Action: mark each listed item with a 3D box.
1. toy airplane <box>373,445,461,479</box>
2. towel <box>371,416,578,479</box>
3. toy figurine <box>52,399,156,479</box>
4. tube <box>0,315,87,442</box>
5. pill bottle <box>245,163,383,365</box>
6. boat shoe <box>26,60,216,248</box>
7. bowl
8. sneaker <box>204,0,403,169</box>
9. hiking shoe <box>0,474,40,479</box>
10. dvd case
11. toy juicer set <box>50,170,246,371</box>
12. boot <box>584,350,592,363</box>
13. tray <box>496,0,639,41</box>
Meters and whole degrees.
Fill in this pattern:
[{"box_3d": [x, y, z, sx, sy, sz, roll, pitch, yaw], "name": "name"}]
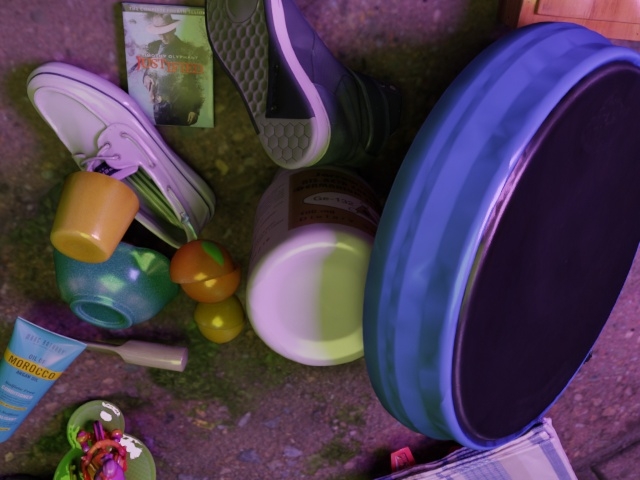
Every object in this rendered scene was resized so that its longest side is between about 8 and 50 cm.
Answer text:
[{"box_3d": [0.144, 0.326, 0.928, 0.151, 0.028, 0.151, -2, 124, -4], "name": "toy airplane"}, {"box_3d": [0.205, 0.343, 0.908, 0.285, 0.034, 0.209, -26, 131, 13], "name": "towel"}, {"box_3d": [-0.248, 0.290, 0.787, 0.130, 0.159, 0.173, -9, 92, -26], "name": "toy figurine"}, {"box_3d": [-0.357, 0.168, 0.790, 0.080, 0.052, 0.207, 26, 122, -24], "name": "tube"}, {"box_3d": [0.000, 0.000, 0.632, 0.131, 0.229, 0.131, -1, 118, -2], "name": "pill bottle"}, {"box_3d": [-0.197, -0.081, 0.656, 0.226, 0.075, 0.083, 39, 126, -21], "name": "boat shoe"}, {"box_3d": [0.194, 0.009, 0.596, 0.391, 0.077, 0.391, -25, 127, -39], "name": "bowl"}, {"box_3d": [-0.011, -0.169, 0.628, 0.086, 0.163, 0.226, -29, 76, 38], "name": "sneaker"}, {"box_3d": [-0.343, 0.371, 0.880, 0.227, 0.114, 0.086, -8, 119, 1], "name": "hiking shoe"}, {"box_3d": [-0.149, -0.172, 0.655, 0.087, 0.013, 0.119, 3, 117, -4], "name": "dvd case"}, {"box_3d": [-0.186, 0.055, 0.713, 0.209, 0.089, 0.329, 20, 145, -14], "name": "toy juicer set"}, {"box_3d": [0.284, 0.113, 0.811, 0.099, 0.045, 0.121, -6, 126, 3], "name": "boot"}, {"box_3d": [0.293, -0.377, 0.533, 0.203, 0.076, 0.410, 3, 117, -5], "name": "tray"}]
